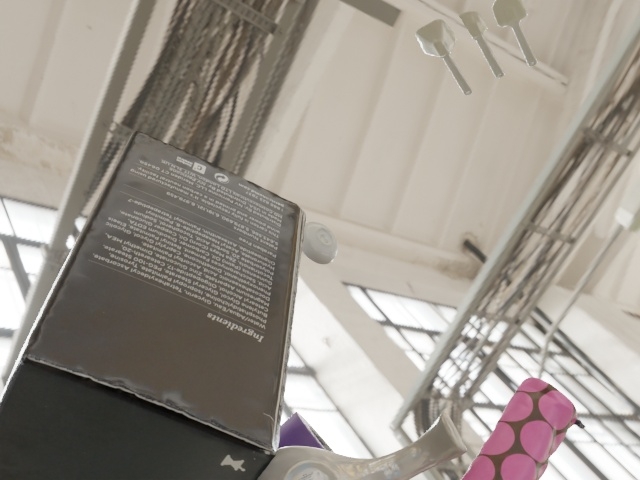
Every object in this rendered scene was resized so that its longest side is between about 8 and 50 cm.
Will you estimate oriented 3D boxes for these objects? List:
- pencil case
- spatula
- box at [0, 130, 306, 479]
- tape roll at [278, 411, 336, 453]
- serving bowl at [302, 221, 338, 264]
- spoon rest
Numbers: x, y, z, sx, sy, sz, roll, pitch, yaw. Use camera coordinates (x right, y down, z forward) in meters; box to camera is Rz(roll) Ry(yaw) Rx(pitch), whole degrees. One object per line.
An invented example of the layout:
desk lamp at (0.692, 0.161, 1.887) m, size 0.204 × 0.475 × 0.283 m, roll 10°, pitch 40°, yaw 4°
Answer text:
pencil case at (0.243, 0.274, 0.986) m, size 0.209 × 0.095 × 0.098 m, roll -44°, pitch -29°, yaw -32°
spatula at (0.264, -0.316, 1.296) m, size 0.168 × 0.019 × 0.242 m, roll -24°, pitch -23°, yaw 18°
box at (-0.262, 0.195, 1.099) m, size 0.297 × 0.472 × 0.480 m, roll 24°, pitch -57°, yaw -15°
tape roll at (-0.008, 0.381, 1.316) m, size 0.080 × 0.189 × 0.189 m, roll -40°, pitch -47°, yaw -6°
serving bowl at (0.000, 0.000, 1.405) m, size 0.083 × 0.083 × 0.027 m, roll 10°, pitch -35°, yaw -36°
spoon rest at (0.039, 0.287, 0.943) m, size 0.276 × 0.137 × 0.084 m, roll -15°, pitch -29°, yaw -23°
